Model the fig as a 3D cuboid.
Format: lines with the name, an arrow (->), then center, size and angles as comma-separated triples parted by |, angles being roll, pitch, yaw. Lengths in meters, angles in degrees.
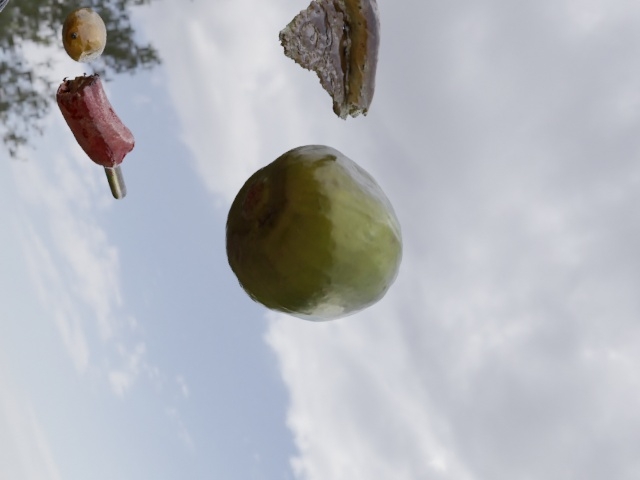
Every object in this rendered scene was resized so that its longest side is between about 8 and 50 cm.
fig -> 0.002, 0.000, 1.895 | 0.343, 0.343, 0.343 | 167, -90, -68

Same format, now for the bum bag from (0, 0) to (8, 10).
bum bag -> -0.641, -0.387, 1.818 | 0.095, 0.340, 0.144 | 42, -8, -39

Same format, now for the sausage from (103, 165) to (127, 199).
sausage -> -0.397, -0.147, 1.941 | 0.269, 0.033, 0.033 | 92, -24, -63

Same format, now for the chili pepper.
chili pepper -> -0.290, -0.152, 1.328 | 0.070, 0.073, 0.123 | -103, 168, -56

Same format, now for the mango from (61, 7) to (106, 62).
mango -> -0.427, -0.374, 1.870 | 0.190, 0.075, 0.098 | -86, 175, -76

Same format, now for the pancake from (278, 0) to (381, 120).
pancake -> 0.022, -0.326, 1.769 | 0.057, 0.244, 0.266 | 19, -67, 38
